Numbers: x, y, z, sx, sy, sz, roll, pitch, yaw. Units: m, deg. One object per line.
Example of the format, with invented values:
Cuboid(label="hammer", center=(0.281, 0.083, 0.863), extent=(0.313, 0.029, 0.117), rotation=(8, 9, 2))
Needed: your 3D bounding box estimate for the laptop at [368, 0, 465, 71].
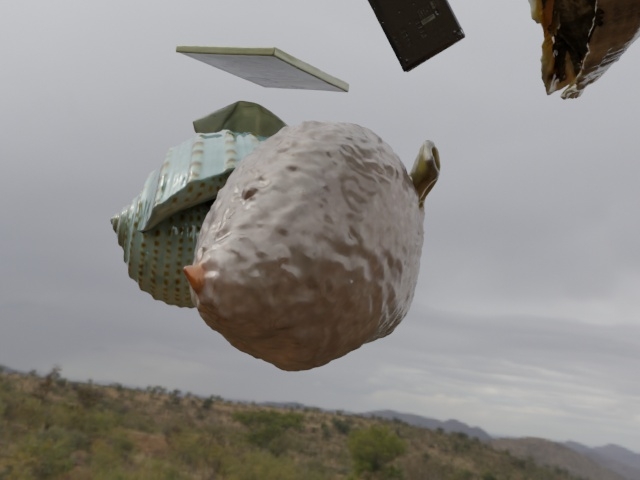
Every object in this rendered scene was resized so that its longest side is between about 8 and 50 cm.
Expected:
Cuboid(label="laptop", center=(0.172, -0.422, 1.128), extent=(0.129, 0.180, 0.016), rotation=(-28, -3, 21))

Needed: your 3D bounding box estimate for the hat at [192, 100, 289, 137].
Cuboid(label="hat", center=(-0.134, -0.115, 1.188), extent=(0.168, 0.258, 0.301), rotation=(-29, 0, -25))

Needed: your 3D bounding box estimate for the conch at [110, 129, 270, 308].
Cuboid(label="conch", center=(-0.140, -0.047, 0.910), extent=(0.319, 0.215, 0.303), rotation=(-11, -37, -30))

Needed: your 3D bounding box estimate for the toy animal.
Cuboid(label="toy animal", center=(-0.003, 0.000, 0.580), extent=(0.188, 0.227, 0.358), rotation=(11, 6, 23))

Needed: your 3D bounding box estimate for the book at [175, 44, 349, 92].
Cuboid(label="book", center=(-0.097, -0.323, 1.150), extent=(0.208, 0.020, 0.295), rotation=(11, 6, 27))

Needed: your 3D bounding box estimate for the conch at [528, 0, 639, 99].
Cuboid(label="conch", center=(0.259, -0.273, 0.531), extent=(0.159, 0.210, 0.291), rotation=(-19, -59, 3))
